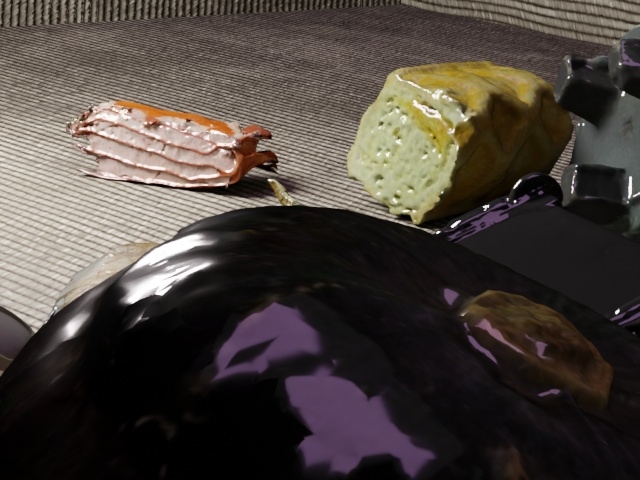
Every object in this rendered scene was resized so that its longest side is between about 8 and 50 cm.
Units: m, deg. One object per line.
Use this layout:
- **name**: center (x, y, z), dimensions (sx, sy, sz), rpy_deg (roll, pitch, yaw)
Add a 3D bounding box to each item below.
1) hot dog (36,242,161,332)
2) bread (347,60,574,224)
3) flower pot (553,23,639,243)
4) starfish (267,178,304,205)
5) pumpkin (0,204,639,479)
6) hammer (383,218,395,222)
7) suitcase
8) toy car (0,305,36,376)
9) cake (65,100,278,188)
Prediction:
- **hot dog**: center (-0.174, 0.078, 1.775), dimensions (0.162, 0.082, 0.270), rpy_deg (-2, 21, 8)
- **bread**: center (0.179, -0.130, 2.473), dimensions (0.252, 0.196, 0.238), rpy_deg (-12, 25, -40)
- **flower pot**: center (0.425, -0.112, 2.363), dimensions (0.283, 0.299, 0.299), rpy_deg (13, 11, -22)
- **starfish**: center (0.000, 0.000, 2.137), dimensions (0.176, 0.053, 0.208), rpy_deg (17, 15, -49)
- **pumpkin**: center (0.028, 0.180, 0.915), dimensions (0.454, 0.344, 0.454), rpy_deg (22, 18, -7)
- **hammer**: center (0.169, 0.068, 1.981), dimensions (0.111, 0.043, 0.365), rpy_deg (21, 11, -28)
- **suitcase**: center (0.126, 0.109, 1.448), dimensions (0.339, 0.188, 0.345), rpy_deg (-23, 22, -14)
- **toy car**: center (-0.271, 0.106, 1.304), dimensions (0.226, 0.242, 0.336), rpy_deg (-2, 17, -14)
- **cake**: center (-0.196, -0.124, 2.504), dimensions (0.287, 0.098, 0.135), rpy_deg (4, 14, -5)
